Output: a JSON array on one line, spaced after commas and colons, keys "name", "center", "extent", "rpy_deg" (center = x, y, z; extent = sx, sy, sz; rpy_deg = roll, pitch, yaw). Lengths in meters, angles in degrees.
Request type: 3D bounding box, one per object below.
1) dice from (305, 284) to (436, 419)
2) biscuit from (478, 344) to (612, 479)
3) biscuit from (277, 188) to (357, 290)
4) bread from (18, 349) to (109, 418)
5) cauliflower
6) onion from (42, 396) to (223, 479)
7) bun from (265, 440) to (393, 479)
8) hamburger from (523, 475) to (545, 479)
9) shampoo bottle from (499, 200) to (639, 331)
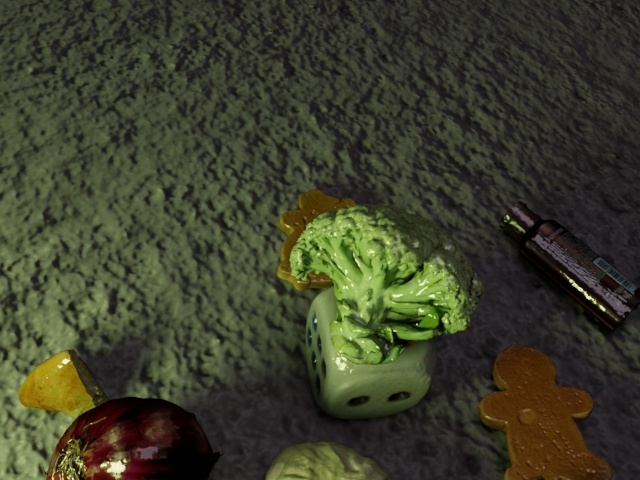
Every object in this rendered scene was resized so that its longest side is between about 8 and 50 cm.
[{"name": "dice", "center": [0.083, 0.189, 1.352], "extent": [0.192, 0.194, 0.193], "rpy_deg": [-2, 55, -16]}, {"name": "biscuit", "center": [0.390, 0.318, 1.387], "extent": [0.205, 0.049, 0.324], "rpy_deg": [-6, 42, -4]}, {"name": "biscuit", "center": [-0.001, 0.002, 1.577], "extent": [0.184, 0.035, 0.249], "rpy_deg": [14, 52, -1]}, {"name": "bread", "center": [-0.408, 0.229, 1.247], "extent": [0.154, 0.136, 0.054], "rpy_deg": [12, 34, -7]}, {"name": "cauliflower", "center": [0.102, 0.075, 1.217], "extent": [0.272, 0.275, 0.250], "rpy_deg": [22, 85, -34]}, {"name": "onion", "center": [-0.266, 0.327, 1.119], "extent": [0.281, 0.281, 0.221], "rpy_deg": [-3, 57, -15]}, {"name": "bun", "center": [0.018, 0.407, 1.199], "extent": [0.244, 0.153, 0.244], "rpy_deg": [8, 47, -9]}, {"name": "hamburger", "center": [0.280, 0.478, 1.152], "extent": [0.244, 0.244, 0.163], "rpy_deg": [-15, 47, -23]}, {"name": "shampoo bottle", "center": [0.520, 0.046, 1.631], "extent": [0.129, 0.084, 0.323], "rpy_deg": [-33, 65, -34]}]
